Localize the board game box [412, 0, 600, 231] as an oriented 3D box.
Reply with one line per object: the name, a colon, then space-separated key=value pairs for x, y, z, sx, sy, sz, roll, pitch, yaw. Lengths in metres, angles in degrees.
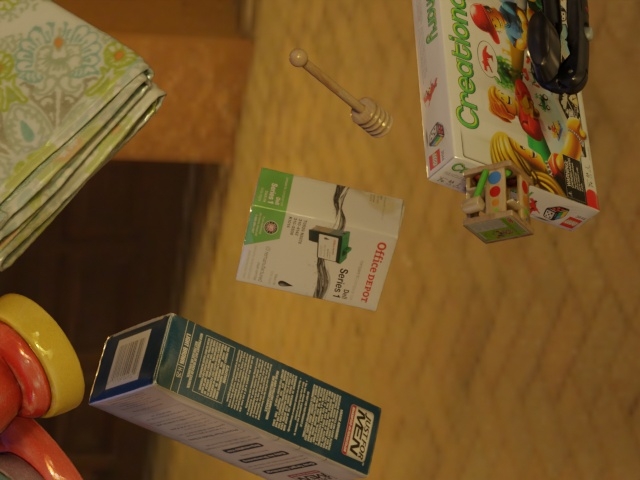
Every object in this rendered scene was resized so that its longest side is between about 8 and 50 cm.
board game box: x=0.191 y=-0.172 z=1.719 sx=0.053 sy=0.193 sz=0.305 roll=-40 pitch=43 yaw=44

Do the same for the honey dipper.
honey dipper: x=0.018 y=-0.148 z=1.593 sx=0.030 sy=0.161 sz=0.030 roll=-17 pitch=58 yaw=29

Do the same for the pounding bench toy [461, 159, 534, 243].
pounding bench toy: x=0.161 y=-0.045 z=1.535 sx=0.083 sy=0.052 sz=0.065 roll=34 pitch=-129 yaw=-52

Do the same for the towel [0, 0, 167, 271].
towel: x=-0.413 y=-0.158 z=1.894 sx=0.320 sy=0.374 sz=0.090 roll=-49 pitch=-23 yaw=-23

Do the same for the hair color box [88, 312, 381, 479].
hair color box: x=-0.110 y=0.220 z=2.150 sx=0.174 sy=0.347 sz=0.105 roll=-20 pitch=49 yaw=51

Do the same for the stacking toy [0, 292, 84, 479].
stacking toy: x=-0.350 y=0.174 z=1.527 sx=0.279 sy=0.130 sz=0.309 roll=26 pitch=135 yaw=33

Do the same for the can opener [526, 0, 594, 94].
can opener: x=0.233 y=-0.215 z=1.554 sx=0.073 sy=0.059 sz=0.186 roll=70 pitch=-155 yaw=-49

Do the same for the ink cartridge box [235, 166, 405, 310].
ink cartridge box: x=0.000 y=0.000 z=2.382 sx=0.092 sy=0.219 sz=0.160 roll=-79 pitch=2 yaw=-48
